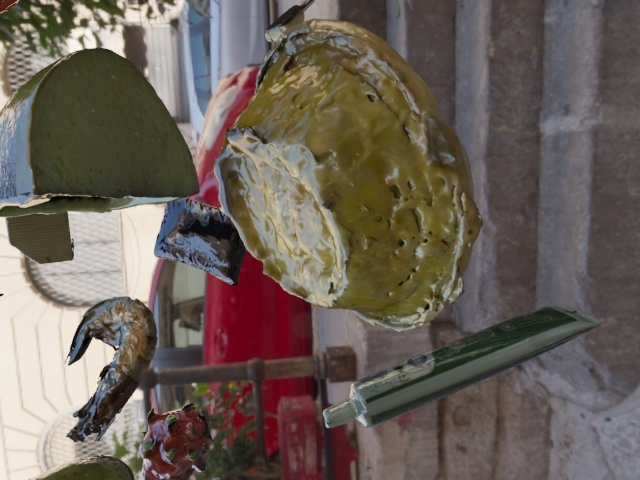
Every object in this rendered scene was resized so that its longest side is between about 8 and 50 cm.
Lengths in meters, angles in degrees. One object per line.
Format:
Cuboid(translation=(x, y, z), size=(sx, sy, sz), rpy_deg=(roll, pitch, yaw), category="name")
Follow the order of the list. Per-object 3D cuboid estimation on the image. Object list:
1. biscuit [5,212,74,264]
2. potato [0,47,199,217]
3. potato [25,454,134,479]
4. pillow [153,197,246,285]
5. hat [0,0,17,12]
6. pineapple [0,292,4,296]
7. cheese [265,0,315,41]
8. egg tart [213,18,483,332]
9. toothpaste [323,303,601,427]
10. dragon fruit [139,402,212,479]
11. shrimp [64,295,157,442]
Cuboid(translation=(-0.725, -0.061, 1.389), size=(0.052, 0.150, 0.252), rpy_deg=(31, 125, 58), category="biscuit")
Cuboid(translation=(-0.392, -0.148, 0.830), size=(0.330, 0.280, 0.213), rpy_deg=(-9, -88, -65), category="potato")
Cuboid(translation=(-0.367, 0.375, 0.673), size=(0.176, 0.298, 0.141), rpy_deg=(-17, 88, 45), category="potato")
Cuboid(translation=(-0.229, -0.009, 1.047), size=(0.055, 0.208, 0.141), rpy_deg=(10, -84, -69), category="pillow")
Cuboid(translation=(-0.309, -0.443, 0.540), size=(0.285, 0.400, 0.285), rpy_deg=(56, -177, -5), category="hat")
Cuboid(translation=(-0.689, 0.177, 1.042), size=(0.103, 0.083, 0.221), rpy_deg=(96, -178, -72), category="pineapple")
Cuboid(translation=(-0.062, -0.517, 1.248), size=(0.036, 0.086, 0.162), rpy_deg=(53, -127, -30), category="cheese")
Cuboid(translation=(0.002, -0.039, 0.565), size=(0.345, 0.132, 0.345), rpy_deg=(36, 144, 33), category="egg tart")
Cuboid(translation=(0.186, 0.169, 0.735), size=(0.099, 0.392, 0.061), rpy_deg=(-142, 34, -75), category="toothpaste")
Cuboid(translation=(-0.306, 0.422, 1.081), size=(0.236, 0.135, 0.137), rpy_deg=(-50, 31, 25), category="dragon fruit")
Cuboid(translation=(-0.526, 0.300, 1.299), size=(0.365, 0.233, 0.071), rpy_deg=(-58, -21, 2), category="shrimp")
